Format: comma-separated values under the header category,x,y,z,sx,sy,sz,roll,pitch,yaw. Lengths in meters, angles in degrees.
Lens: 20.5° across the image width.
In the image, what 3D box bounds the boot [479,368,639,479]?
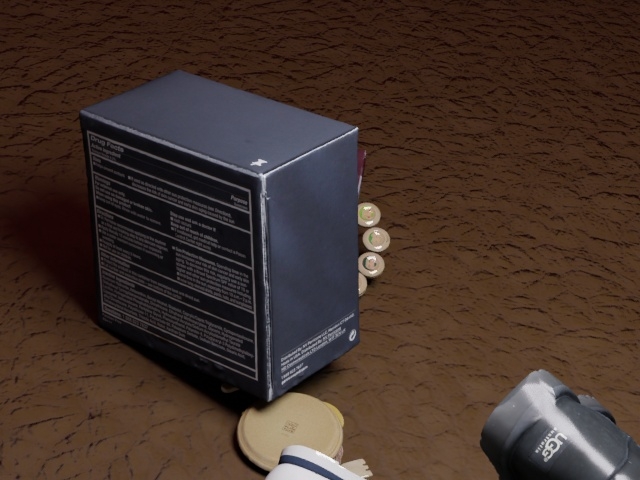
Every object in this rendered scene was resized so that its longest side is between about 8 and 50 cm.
category,x,y,z,sx,sy,sz,roll,pitch,yaw
boot,0.384,0.342,1.813,0.445,0.146,0.367,40,4,25

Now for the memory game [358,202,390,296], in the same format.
category,x,y,z,sx,sy,sz,roll,pitch,yaw
memory game,0.000,0.000,2.322,0.186,0.012,0.186,2,62,-3

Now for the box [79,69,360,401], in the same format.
category,x,y,z,sx,sy,sz,roll,pitch,yaw
box,-0.114,-0.014,2.096,0.296,0.294,0.182,21,36,35

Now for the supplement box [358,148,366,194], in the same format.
category,x,y,z,sx,sy,sz,roll,pitch,yaw
supplement box,-0.064,-0.082,2.435,0.239,0.073,0.130,10,37,3

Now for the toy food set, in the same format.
category,x,y,z,sx,sy,sz,roll,pitch,yaw
toy food set,-0.031,0.227,2.049,0.132,0.038,0.192,-14,46,-18

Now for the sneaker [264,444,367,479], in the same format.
category,x,y,z,sx,sy,sz,roll,pitch,yaw
sneaker,0.042,0.313,1.913,0.235,0.090,0.095,22,59,14
